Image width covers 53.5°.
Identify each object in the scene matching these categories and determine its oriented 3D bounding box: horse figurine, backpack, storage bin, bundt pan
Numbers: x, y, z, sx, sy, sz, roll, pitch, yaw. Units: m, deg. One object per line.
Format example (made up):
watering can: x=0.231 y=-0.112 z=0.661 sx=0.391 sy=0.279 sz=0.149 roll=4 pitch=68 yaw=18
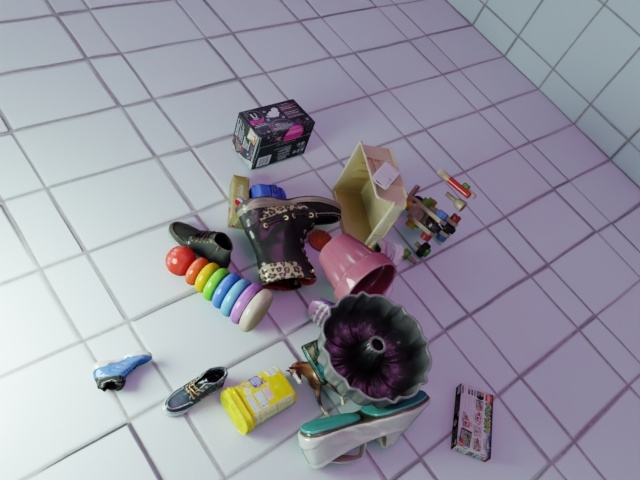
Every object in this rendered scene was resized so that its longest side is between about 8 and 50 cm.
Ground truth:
horse figurine: x=0.040 y=0.378 z=1.823 sx=0.263 sy=0.066 sz=0.174 roll=-29 pitch=75 yaw=-36
backpack: x=-0.169 y=-0.134 z=2.102 sx=0.120 sy=0.101 sz=0.098 roll=5 pitch=60 yaw=-25
storage bin: x=0.162 y=-0.146 z=2.146 sx=0.123 sy=0.262 sz=0.260 roll=4 pitch=53 yaw=-23
bundt pan: x=0.134 y=0.312 z=1.751 sx=0.330 sy=0.124 sz=0.331 roll=13 pitch=52 yaw=-17

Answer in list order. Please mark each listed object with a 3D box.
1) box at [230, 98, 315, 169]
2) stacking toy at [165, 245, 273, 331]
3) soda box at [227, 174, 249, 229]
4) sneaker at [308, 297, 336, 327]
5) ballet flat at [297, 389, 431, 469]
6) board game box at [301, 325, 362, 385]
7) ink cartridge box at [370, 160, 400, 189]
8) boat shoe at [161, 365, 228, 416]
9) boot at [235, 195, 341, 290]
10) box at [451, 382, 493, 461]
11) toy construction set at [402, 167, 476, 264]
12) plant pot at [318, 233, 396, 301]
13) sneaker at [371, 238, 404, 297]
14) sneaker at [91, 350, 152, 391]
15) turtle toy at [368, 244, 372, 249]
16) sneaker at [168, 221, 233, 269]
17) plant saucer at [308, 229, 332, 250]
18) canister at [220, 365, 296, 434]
box: x=-0.170 y=-0.377 z=2.244 sx=0.247 sy=0.163 sz=0.142 roll=-23 pitch=62 yaw=-35
stacking toy: x=-0.304 y=0.120 z=1.839 sx=0.330 sy=0.141 sz=0.141 roll=33 pitch=49 yaw=11
soda box: x=-0.267 y=-0.127 z=2.078 sx=0.058 sy=0.061 sz=0.181 roll=9 pitch=52 yaw=-16
sneaker: x=0.075 y=0.231 z=1.939 sx=0.236 sy=0.095 sz=0.105 roll=27 pitch=43 yaw=-10
ballet flat: x=0.126 y=0.517 z=1.727 sx=0.400 sy=0.139 sz=0.139 roll=-11 pitch=60 yaw=-25
board game box: x=0.050 y=0.323 z=1.806 sx=0.186 sy=0.026 sz=0.126 roll=-17 pitch=63 yaw=-34
ink cartridge box: x=0.201 y=-0.198 z=2.008 sx=0.063 sy=0.029 sz=0.115 roll=39 pitch=49 yaw=4
boat shoe: x=-0.325 y=0.385 z=1.647 sx=0.183 sy=0.083 sz=0.065 roll=-26 pitch=68 yaw=-36
boot: x=-0.070 y=0.006 z=2.004 sx=0.377 sy=0.138 sz=0.284 roll=1 pitch=64 yaw=-38
box: x=0.455 y=0.541 z=1.895 sx=0.114 sy=0.036 sz=0.207 roll=22 pitch=49 yaw=-6
toy construction set: x=0.369 y=-0.128 z=2.214 sx=0.237 sy=0.309 sz=0.257 roll=44 pitch=42 yaw=19
plant pot: x=0.098 y=0.084 z=1.901 sx=0.201 sy=0.201 sz=0.180 roll=-20 pitch=54 yaw=-34
sneaker: x=0.172 y=0.104 z=2.025 sx=0.111 sy=0.103 sz=0.252 roll=30 pitch=66 yaw=-23
sneaker: x=-0.499 y=0.339 z=1.622 sx=0.152 sy=0.058 sz=0.085 roll=-11 pitch=54 yaw=-25
turtle toy: x=0.130 y=0.070 z=2.092 sx=0.130 sy=0.066 sz=0.095 roll=-12 pitch=93 yaw=-31
sneaker: x=-0.355 y=-0.011 z=1.913 sx=0.222 sy=0.118 sz=0.083 roll=33 pitch=49 yaw=3
plant saucer: x=0.000 y=0.000 z=2.128 sx=0.083 sy=0.013 sz=0.084 roll=12 pitch=50 yaw=-14
canister: x=-0.163 y=0.422 z=1.697 sx=0.170 sy=0.073 sz=0.126 roll=-22 pitch=66 yaw=-36
